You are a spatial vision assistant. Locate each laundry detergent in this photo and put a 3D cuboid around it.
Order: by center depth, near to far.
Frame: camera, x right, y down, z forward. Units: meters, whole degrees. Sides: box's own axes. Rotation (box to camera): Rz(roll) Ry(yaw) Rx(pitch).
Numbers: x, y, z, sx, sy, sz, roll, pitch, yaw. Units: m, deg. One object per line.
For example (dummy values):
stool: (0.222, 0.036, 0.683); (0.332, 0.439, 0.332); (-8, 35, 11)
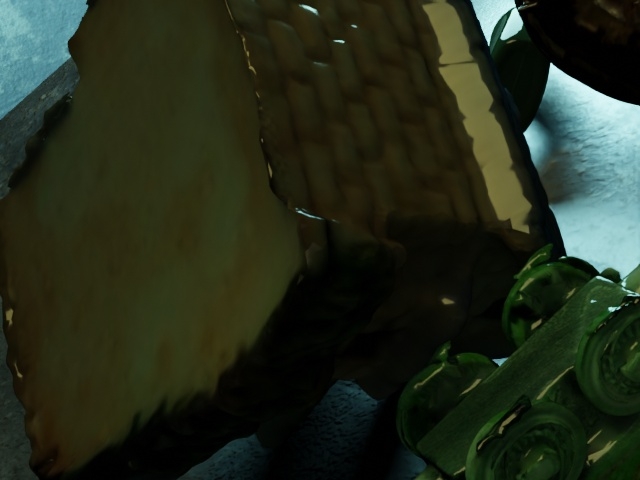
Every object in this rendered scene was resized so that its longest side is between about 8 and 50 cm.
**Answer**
laundry detergent: (0.199, -0.181, 1.595); (0.063, 0.137, 0.211); (14, 23, 1)

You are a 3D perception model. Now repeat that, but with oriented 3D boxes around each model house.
model house: (0.000, 0.000, 1.263); (0.445, 0.400, 0.395); (-49, 51, 41)

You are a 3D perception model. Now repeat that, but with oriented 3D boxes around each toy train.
toy train: (0.176, 0.129, 1.042); (0.243, 0.188, 0.132); (-41, 26, -9)

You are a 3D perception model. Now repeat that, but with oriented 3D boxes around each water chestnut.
water chestnut: (0.325, -0.259, 1.412); (0.300, 0.300, 0.300); (-28, 29, 17)
